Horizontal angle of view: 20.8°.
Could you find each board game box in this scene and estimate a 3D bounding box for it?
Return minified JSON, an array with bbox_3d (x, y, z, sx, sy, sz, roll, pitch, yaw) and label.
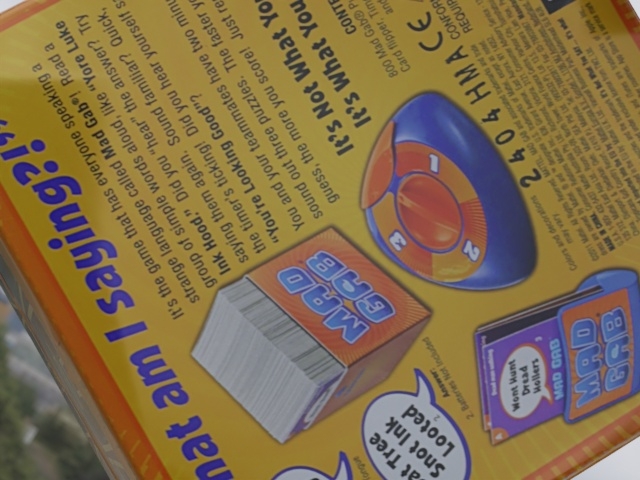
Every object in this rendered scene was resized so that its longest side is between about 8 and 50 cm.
[{"bbox_3d":[0.000,0.000,1.061,0.356,0.356,0.356,60,-12,1],"label":"board game box"}]
